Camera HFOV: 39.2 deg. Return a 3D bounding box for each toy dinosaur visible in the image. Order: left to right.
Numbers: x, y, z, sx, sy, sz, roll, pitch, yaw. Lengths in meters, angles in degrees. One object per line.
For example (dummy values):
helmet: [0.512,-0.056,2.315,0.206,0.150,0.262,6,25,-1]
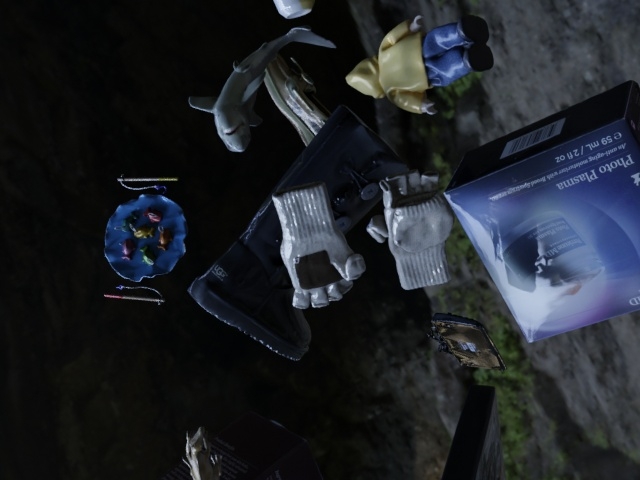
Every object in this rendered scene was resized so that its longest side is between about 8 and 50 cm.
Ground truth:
toy dinosaur: [-0.154,0.318,1.204,0.092,0.053,0.183,-116,9,-65]

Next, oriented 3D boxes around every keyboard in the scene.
keyboard: [0.205,0.134,1.278,0.192,0.100,0.038,54,-132,-55]

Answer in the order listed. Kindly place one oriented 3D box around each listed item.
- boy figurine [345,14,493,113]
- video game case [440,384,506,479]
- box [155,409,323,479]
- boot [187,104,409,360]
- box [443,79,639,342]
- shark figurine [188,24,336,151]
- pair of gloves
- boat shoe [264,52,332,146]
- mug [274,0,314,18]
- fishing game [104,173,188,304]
boy figurine: [0.170,-0.310,1.628,0.092,0.285,0.177,-13,-90,-46]
video game case: [0.155,0.333,0.928,0.275,0.035,0.248,-59,-37,-52]
box: [-0.198,0.482,1.590,0.191,0.381,0.143,14,132,52]
boot: [-0.001,0.000,1.739,0.146,0.445,0.367,38,180,32]
box: [0.401,-0.037,1.387,0.294,0.296,0.183,58,-147,-14]
shark figurine: [-0.105,-0.257,1.539,0.166,0.278,0.116,17,157,38]
pair of gloves: [0.064,0.002,1.224,0.042,0.240,0.204,-98,1,-51]
boat shoe: [-0.017,-0.261,1.764,0.285,0.089,0.104,55,-162,-4]
mug: [-0.031,-0.320,1.138,0.062,0.078,0.064,-19,-86,-47]
fishing game: [-0.357,-0.007,1.817,0.041,0.189,0.264,40,-123,-70]
